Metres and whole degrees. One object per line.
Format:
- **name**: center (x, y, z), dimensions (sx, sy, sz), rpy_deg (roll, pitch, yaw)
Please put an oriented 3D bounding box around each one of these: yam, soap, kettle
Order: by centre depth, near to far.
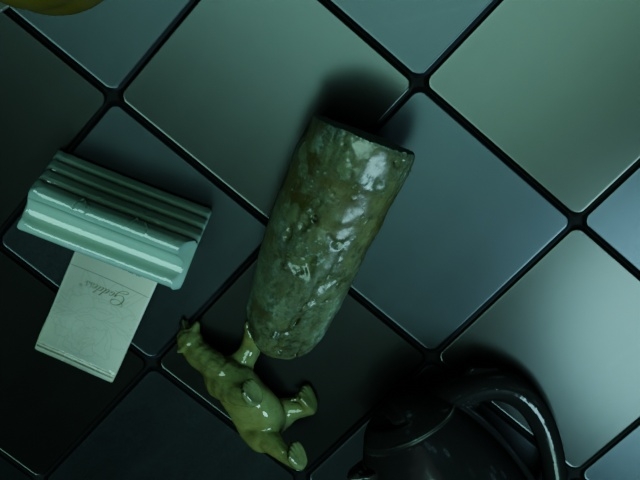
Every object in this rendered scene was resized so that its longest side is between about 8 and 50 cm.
- **yam**: center (0.000, 0.000, 1.502), dimensions (0.133, 0.133, 0.330), rpy_deg (20, 119, -4)
- **soap**: center (-0.235, -0.025, 1.513), dimensions (0.198, 0.119, 0.067), rpy_deg (21, 117, -4)
- **kettle**: center (0.181, 0.299, 1.600), dimensions (0.268, 0.207, 0.290), rpy_deg (-29, 102, -14)

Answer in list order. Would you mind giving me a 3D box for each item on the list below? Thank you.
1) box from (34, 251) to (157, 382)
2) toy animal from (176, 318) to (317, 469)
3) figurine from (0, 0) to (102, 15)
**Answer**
- **box**: center (-0.269, 0.073, 1.609), dimensions (0.109, 0.029, 0.198), rpy_deg (24, 114, -6)
- **toy animal**: center (-0.094, 0.185, 1.621), dimensions (0.101, 0.103, 0.219), rpy_deg (-17, 118, 38)
- **figurine**: center (-0.261, -0.310, 1.296), dimensions (0.167, 0.285, 0.342), rpy_deg (33, 115, -11)
